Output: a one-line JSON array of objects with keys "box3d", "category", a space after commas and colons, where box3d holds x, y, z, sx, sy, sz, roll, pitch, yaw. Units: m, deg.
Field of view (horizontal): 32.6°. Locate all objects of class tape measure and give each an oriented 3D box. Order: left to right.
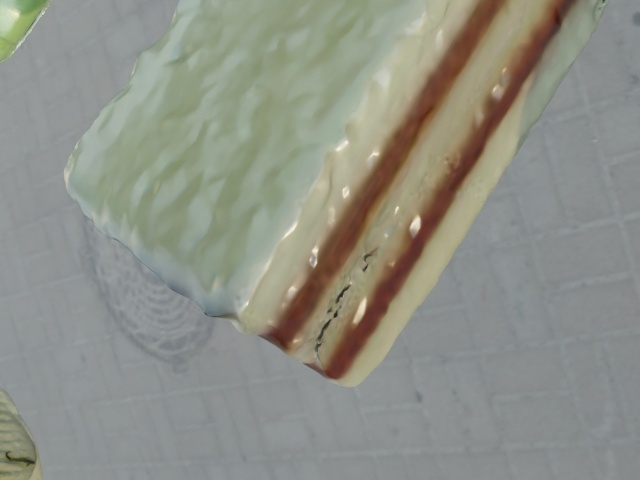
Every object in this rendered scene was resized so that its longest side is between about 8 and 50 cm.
[{"box3d": [-0.306, -0.242, 1.060, 0.177, 0.087, 0.154, -56, 20, 3], "category": "tape measure"}]

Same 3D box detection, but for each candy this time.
[{"box3d": [0.020, -0.099, 0.599, 0.179, 0.135, 0.321, 26, 82, 42], "category": "candy"}]

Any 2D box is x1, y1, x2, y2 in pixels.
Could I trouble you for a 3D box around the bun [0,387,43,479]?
[{"box3d": [-0.385, 0.236, 1.070, 0.237, 0.210, 0.116, 62, 146, 39], "category": "bun"}]
